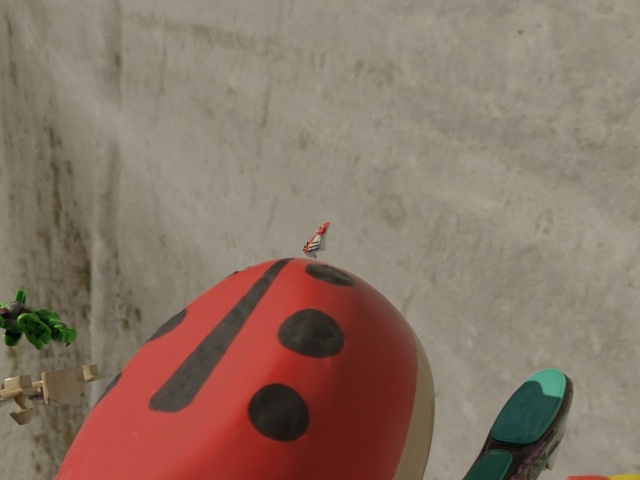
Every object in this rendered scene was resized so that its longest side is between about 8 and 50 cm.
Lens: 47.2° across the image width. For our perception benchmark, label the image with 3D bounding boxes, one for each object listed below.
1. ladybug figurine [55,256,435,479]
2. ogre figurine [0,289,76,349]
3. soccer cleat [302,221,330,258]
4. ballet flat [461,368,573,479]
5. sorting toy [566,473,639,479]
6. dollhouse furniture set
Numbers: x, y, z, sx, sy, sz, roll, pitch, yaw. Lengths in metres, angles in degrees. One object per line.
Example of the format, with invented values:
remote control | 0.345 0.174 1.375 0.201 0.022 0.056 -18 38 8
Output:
ladybug figurine | -0.068 0.158 0.621 0.304 0.449 0.162 -4 123 29
ogre figurine | -0.514 0.135 1.235 0.118 0.196 0.097 -152 55 -75
soccer cleat | 0.000 0.000 1.353 0.083 0.035 0.029 -53 9 26
ballet flat | 0.209 0.236 0.776 0.076 0.221 0.079 -5 124 51
sorting toy | 0.144 0.233 0.258 0.256 0.089 0.257 -89 -10 -47
dollhouse furniture set | -0.630 0.365 1.413 0.355 0.303 0.174 22 -125 -77
